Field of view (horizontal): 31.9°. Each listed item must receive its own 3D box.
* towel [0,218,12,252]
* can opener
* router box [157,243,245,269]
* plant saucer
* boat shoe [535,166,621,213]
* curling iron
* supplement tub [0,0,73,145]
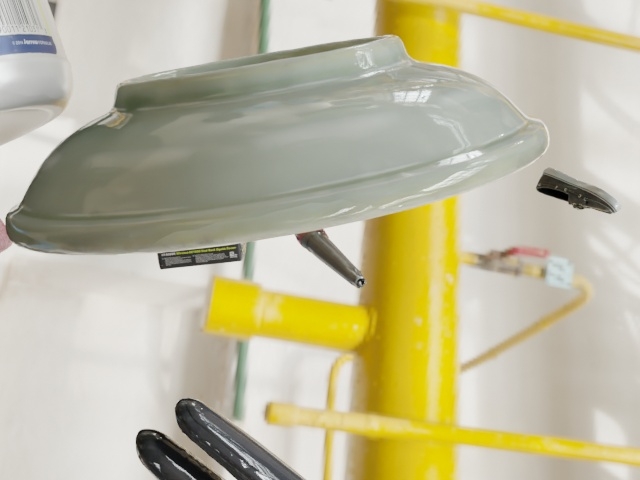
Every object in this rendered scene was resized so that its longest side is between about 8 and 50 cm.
[{"bbox_3d":[-0.512,-0.021,1.285,0.037,0.237,0.329,-29,-167,27],"label":"towel"},{"bbox_3d":[-0.011,0.140,0.528,0.059,0.186,0.073,-36,-160,5],"label":"can opener"},{"bbox_3d":[-0.172,0.013,1.635,0.092,0.122,0.038,-90,174,-84],"label":"router box"},{"bbox_3d":[-0.038,-0.086,0.828,0.400,0.401,0.100,-142,-138,-75],"label":"plant saucer"},{"bbox_3d":[0.400,-0.069,1.740,0.142,0.049,0.040,30,-99,37],"label":"boat shoe"},{"bbox_3d":[0.000,0.000,1.454,0.035,0.068,0.274,-65,-153,8],"label":"curling iron"},{"bbox_3d":[-0.342,-0.220,0.832,0.235,0.235,0.324,166,-96,-76],"label":"supplement tub"}]
